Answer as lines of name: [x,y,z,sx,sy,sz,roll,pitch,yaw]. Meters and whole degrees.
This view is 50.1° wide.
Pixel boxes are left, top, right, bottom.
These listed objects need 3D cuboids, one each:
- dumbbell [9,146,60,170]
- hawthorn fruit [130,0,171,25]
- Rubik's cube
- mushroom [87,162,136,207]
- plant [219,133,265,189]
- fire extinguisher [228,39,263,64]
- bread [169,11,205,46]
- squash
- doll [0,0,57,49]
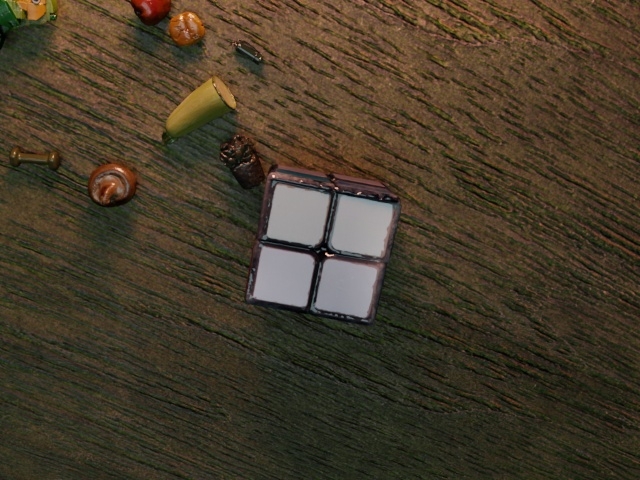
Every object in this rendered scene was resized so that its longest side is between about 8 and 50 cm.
dumbbell: [-0.722,-0.206,1.731,0.118,0.046,0.052,6,118,-4]
hawthorn fruit: [-0.383,-0.545,1.577,0.093,0.081,0.081,-39,111,-16]
Rubik's cube: [0.000,0.000,1.658,0.316,0.318,0.313,10,100,-3]
mushroom: [-0.531,-0.137,1.744,0.126,0.085,0.109,-4,78,3]
plant: [-0.194,-0.201,1.718,0.094,0.092,0.143,-21,120,16]
fire extinguisher: [-0.177,-0.456,1.642,0.083,0.025,0.038,29,72,-13]
bread: [-0.313,-0.497,1.610,0.083,0.046,0.081,4,116,-4]
squash: [-0.313,-0.303,1.681,0.224,0.094,0.094,-33,110,20]
doll: [-0.693,-0.524,1.560,0.186,0.106,0.134,-18,118,7]
